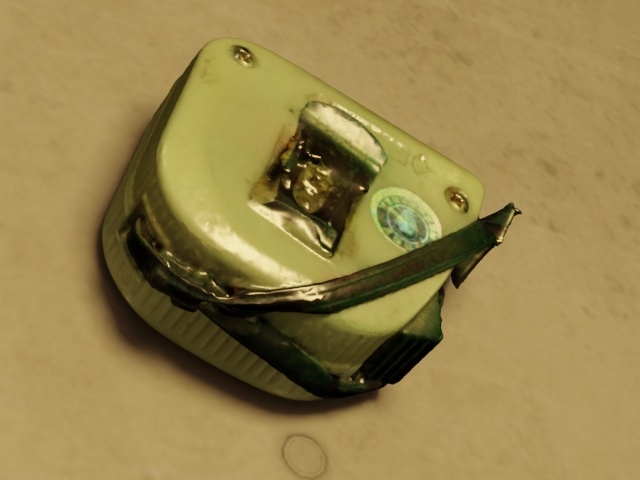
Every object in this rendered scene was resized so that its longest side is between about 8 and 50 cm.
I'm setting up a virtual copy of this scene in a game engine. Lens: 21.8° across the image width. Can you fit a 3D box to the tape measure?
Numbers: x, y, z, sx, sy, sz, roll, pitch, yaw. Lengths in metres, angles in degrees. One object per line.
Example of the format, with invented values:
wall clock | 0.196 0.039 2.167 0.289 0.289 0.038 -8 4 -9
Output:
tape measure | 0.000 0.000 0.979 0.235 0.115 0.207 30 40 -12
